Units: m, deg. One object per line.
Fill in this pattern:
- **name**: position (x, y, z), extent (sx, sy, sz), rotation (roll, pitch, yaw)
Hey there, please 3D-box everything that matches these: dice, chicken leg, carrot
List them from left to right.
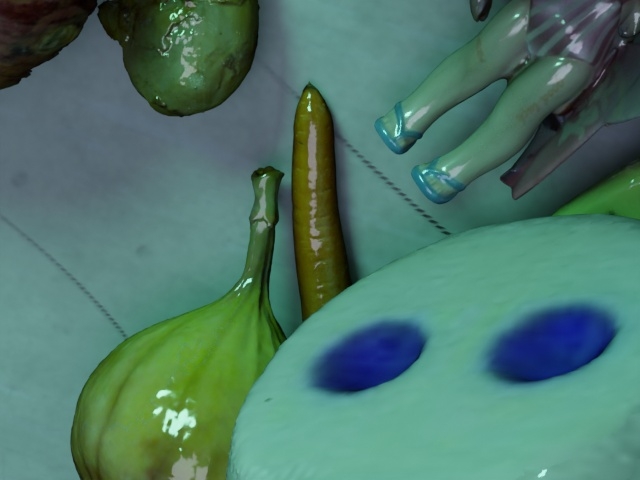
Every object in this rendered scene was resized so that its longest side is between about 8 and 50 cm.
- **chicken leg**: position (-0.075, -0.158, 0.885), extent (0.093, 0.070, 0.178), rotation (10, 105, 9)
- **carrot**: position (0.000, 0.000, 0.950), extent (0.037, 0.037, 0.190), rotation (-5, 108, 8)
- **dice**: position (0.124, 0.147, 0.841), extent (0.251, 0.243, 0.259), rotation (-8, 123, 35)

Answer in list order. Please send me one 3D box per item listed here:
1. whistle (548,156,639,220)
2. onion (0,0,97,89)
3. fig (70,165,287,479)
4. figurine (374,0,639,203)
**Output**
- **whistle**: position (0.241, -0.051, 0.865), extent (0.288, 0.106, 0.131), rotation (-31, 98, 16)
- **onion**: position (-0.218, -0.183, 0.822), extent (0.246, 0.190, 0.246), rotation (-1, 128, -1)
- **fig**: position (-0.071, 0.081, 0.930), extent (0.143, 0.160, 0.231), rotation (-15, 117, -30)
- **figurine**: position (0.133, -0.135, 0.862), extent (0.260, 0.103, 0.205), rotation (-41, 66, 21)
